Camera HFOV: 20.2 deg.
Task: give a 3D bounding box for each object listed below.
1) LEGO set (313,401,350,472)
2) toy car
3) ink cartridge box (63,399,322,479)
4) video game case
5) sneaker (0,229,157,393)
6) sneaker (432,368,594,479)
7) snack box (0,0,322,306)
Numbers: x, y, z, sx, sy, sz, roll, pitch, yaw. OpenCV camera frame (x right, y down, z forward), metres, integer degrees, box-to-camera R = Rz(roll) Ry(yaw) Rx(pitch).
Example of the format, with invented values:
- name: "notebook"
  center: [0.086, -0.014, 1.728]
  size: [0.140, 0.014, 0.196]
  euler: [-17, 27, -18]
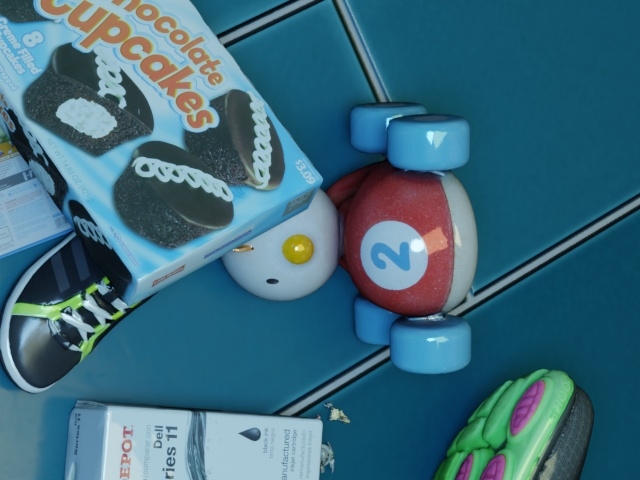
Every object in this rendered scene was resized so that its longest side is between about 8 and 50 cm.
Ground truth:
- name: "LEGO set"
  center: [-0.002, 0.188, 1.653]
  size: [0.054, 0.023, 0.083]
  euler: [25, 77, -25]
- name: "toy car"
  center: [0.000, 0.000, 1.577]
  size: [0.238, 0.210, 0.219]
  euler: [-5, 102, -15]
- name: "ink cartridge box"
  center: [-0.112, 0.221, 1.558]
  size: [0.208, 0.087, 0.153]
  euler: [6, 84, -27]
- name: "video game case"
  center: [-0.270, -0.075, 1.529]
  size: [0.119, 0.015, 0.166]
  euler: [-22, 98, -26]
- name: "sneaker"
  center: [-0.182, 0.029, 1.513]
  size: [0.084, 0.097, 0.234]
  euler: [44, 74, -31]
- name: "sneaker"
  center: [0.198, 0.353, 1.657]
  size: [0.202, 0.185, 0.482]
  euler: [4, 96, -15]
- name: "snack box"
  center: [-0.167, -0.122, 1.487]
  size: [0.187, 0.060, 0.322]
  euler: [-30, 74, -26]
